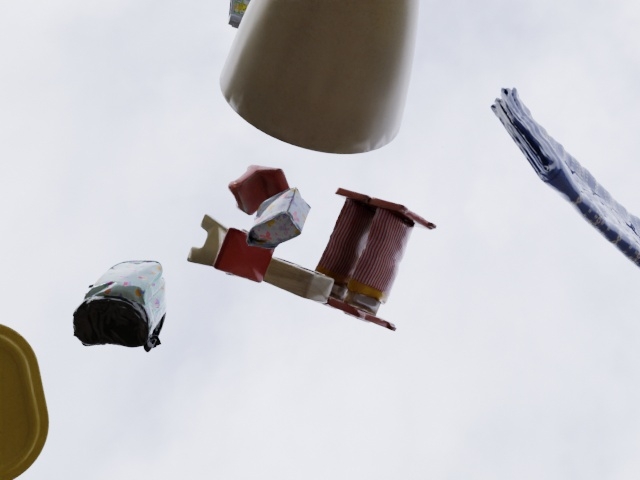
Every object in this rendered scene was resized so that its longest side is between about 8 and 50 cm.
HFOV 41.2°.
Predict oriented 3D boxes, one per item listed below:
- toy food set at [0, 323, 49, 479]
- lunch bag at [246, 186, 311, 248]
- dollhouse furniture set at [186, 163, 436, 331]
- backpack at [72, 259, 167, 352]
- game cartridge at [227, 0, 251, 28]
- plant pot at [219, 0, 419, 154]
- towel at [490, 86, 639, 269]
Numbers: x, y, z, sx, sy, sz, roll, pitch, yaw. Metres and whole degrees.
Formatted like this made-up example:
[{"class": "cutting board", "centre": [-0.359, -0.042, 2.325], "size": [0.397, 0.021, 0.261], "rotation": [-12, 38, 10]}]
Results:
[{"class": "toy food set", "centre": [-0.367, 0.192, 0.921], "size": [0.128, 0.071, 0.218], "rotation": [-11, -84, -29]}, {"class": "lunch bag", "centre": [-0.062, -0.027, 1.202], "size": [0.083, 0.071, 0.053], "rotation": [-22, -62, 25]}, {"class": "dollhouse furniture set", "centre": [0.000, 0.000, 1.342], "size": [0.152, 0.374, 0.201], "rotation": [19, -92, 40]}, {"class": "backpack", "centre": [-0.330, 0.109, 1.476], "size": [0.152, 0.182, 0.115], "rotation": [9, -68, 7]}, {"class": "game cartridge", "centre": [-0.126, -0.385, 1.432], "size": [0.056, 0.083, 0.017], "rotation": [16, -36, -22]}, {"class": "plant pot", "centre": [0.023, -0.293, 1.081], "size": [0.256, 0.256, 0.274], "rotation": [24, -51, 5]}, {"class": "towel", "centre": [0.352, -0.041, 1.046], "size": [0.336, 0.243, 0.040], "rotation": [37, -69, -23]}]
